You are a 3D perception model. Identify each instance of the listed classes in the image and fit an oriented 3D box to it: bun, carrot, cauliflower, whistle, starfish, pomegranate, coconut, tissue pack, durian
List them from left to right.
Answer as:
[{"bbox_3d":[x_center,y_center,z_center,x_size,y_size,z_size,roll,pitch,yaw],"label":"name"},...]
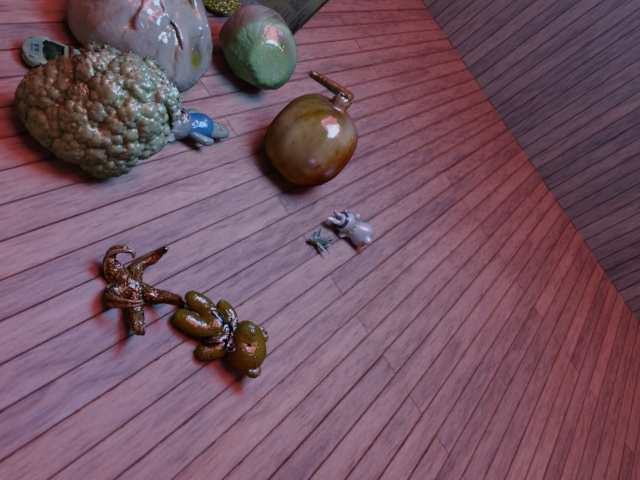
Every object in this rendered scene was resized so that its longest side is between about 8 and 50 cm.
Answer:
[{"bbox_3d":[-0.429,-0.272,1.289,0.275,0.272,0.250,47,2,-36],"label":"cauliflower"},{"bbox_3d":[-0.330,0.095,1.216,0.146,0.074,0.190,13,53,-42],"label":"starfish"},{"bbox_3d":[-0.390,-0.529,1.526,0.365,0.219,0.365,29,46,-35],"label":"bun"},{"bbox_3d":[-0.304,-0.273,1.546,0.236,0.077,0.114,-3,58,-53],"label":"whistle"},{"bbox_3d":[-0.288,-0.746,1.926,0.146,0.102,0.208,34,36,-19],"label":"durian"},{"bbox_3d":[-0.172,-0.537,1.805,0.236,0.204,0.236,16,30,-9],"label":"coconut"},{"bbox_3d":[-0.076,-0.798,2.039,0.238,0.305,0.238,32,39,-30],"label":"tissue pack"},{"bbox_3d":[-0.012,-0.279,1.725,0.229,0.270,0.252,43,29,-4],"label":"pomegranate"},{"bbox_3d":[0.036,-0.518,2.181,0.190,0.037,0.037,26,44,-30],"label":"carrot"}]

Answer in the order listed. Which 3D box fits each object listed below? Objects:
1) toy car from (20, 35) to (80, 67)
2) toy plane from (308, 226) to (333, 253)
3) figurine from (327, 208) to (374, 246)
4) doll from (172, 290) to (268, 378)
[{"bbox_3d":[-0.532,-0.374,1.372,0.186,0.058,0.093,16,53,-43],"label":"toy car"},{"bbox_3d":[-0.002,0.001,1.716,0.083,0.033,0.080,6,58,-39],"label":"toy plane"},{"bbox_3d":[0.073,-0.043,1.822,0.146,0.081,0.098,34,-3,-21],"label":"figurine"},{"bbox_3d":[-0.190,0.180,1.300,0.209,0.097,0.137,34,46,-20],"label":"doll"}]
